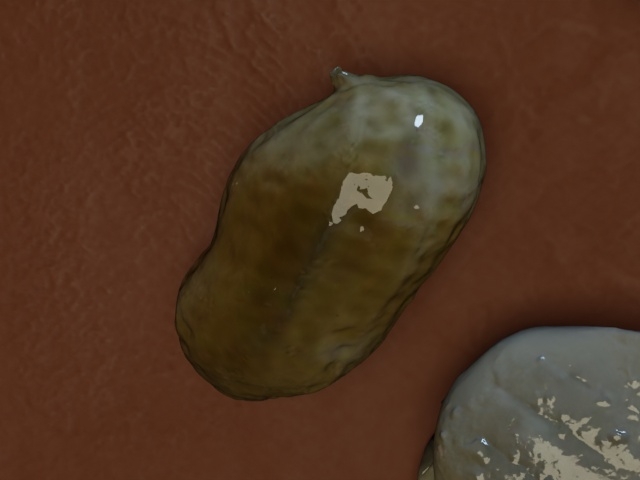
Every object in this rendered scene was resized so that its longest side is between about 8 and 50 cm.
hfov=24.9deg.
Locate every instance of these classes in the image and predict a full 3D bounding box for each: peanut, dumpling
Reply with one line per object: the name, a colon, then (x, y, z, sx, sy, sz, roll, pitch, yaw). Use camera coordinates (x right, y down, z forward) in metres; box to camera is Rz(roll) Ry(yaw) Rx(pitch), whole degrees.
peanut: (0.000, 0.000, 0.824, 0.129, 0.129, 0.224, 34, 102, 1)
dumpling: (0.135, 0.128, 0.831, 0.176, 0.092, 0.150, -15, 66, 6)
